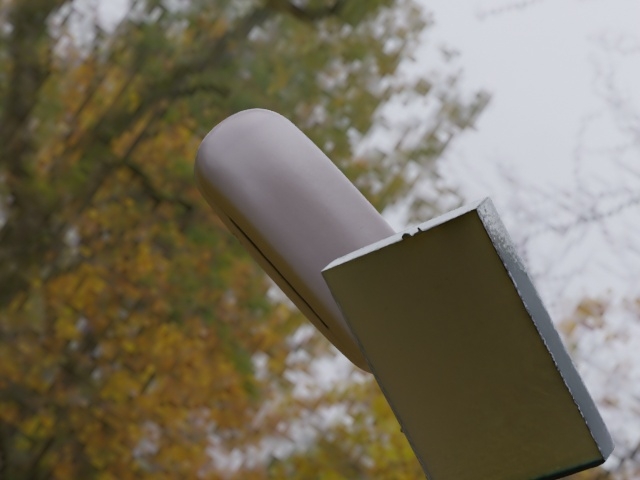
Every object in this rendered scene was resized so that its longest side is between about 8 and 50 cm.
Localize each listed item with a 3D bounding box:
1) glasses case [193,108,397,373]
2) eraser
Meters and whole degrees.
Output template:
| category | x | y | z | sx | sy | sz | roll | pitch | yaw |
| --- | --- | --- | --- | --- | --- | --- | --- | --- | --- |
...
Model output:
| category | x | y | z | sx | sy | sz | roll | pitch | yaw |
| --- | --- | --- | --- | --- | --- | --- | --- | --- | --- |
| glasses case | 0.000 | 0.000 | 1.828 | 0.297 | 0.113 | 0.075 | 48 | -27 | 9 |
| eraser | 0.075 | 0.062 | 1.003 | 0.104 | 0.023 | 0.150 | -23 | -82 | 32 |
